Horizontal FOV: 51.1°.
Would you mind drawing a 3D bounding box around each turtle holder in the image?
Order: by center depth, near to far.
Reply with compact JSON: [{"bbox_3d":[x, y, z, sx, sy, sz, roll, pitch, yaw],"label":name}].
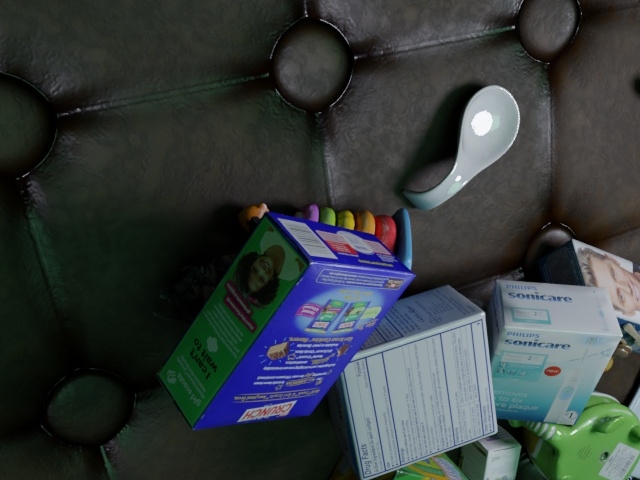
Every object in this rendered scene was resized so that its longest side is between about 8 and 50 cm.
[{"bbox_3d":[0.555,0.447,1.509,0.320,0.227,0.244,-5,110,-21],"label":"turtle holder"}]

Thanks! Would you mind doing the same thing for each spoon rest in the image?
[{"bbox_3d":[0.276,-0.168,1.265,0.137,0.084,0.276,41,89,-29],"label":"spoon rest"}]

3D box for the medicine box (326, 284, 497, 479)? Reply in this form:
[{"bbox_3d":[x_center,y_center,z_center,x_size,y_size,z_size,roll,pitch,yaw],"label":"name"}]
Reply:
[{"bbox_3d":[0.161,0.260,1.254,0.289,0.149,0.264,-15,111,-12],"label":"medicine box"}]

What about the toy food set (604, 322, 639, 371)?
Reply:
[{"bbox_3d":[0.592,0.244,1.426,0.192,0.039,0.132,-29,136,29],"label":"toy food set"}]

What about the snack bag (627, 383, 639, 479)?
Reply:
[{"bbox_3d":[0.899,0.497,1.785,0.342,0.037,0.323,23,96,-29],"label":"snack bag"}]

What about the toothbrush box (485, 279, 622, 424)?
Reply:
[{"bbox_3d":[0.429,0.225,1.324,0.216,0.126,0.296,5,132,1],"label":"toothbrush box"}]

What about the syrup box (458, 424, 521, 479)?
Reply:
[{"bbox_3d":[0.378,0.551,1.540,0.093,0.096,0.237,-3,108,-25],"label":"syrup box"}]

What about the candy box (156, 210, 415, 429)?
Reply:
[{"bbox_3d":[-0.047,0.128,1.014,0.268,0.122,0.317,11,119,-51],"label":"candy box"}]

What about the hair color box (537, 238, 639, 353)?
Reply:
[{"bbox_3d":[0.651,0.134,1.468,0.347,0.174,0.105,16,141,-27],"label":"hair color box"}]

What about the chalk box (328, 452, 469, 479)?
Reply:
[{"bbox_3d":[0.190,0.528,1.406,0.288,0.180,0.179,22,97,-29],"label":"chalk box"}]

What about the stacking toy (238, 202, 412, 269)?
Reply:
[{"bbox_3d":[0.000,0.000,1.176,0.301,0.166,0.175,18,129,-13],"label":"stacking toy"}]

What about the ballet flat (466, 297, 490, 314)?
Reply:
[{"bbox_3d":[0.280,0.168,1.391,0.221,0.077,0.079,-31,97,-11],"label":"ballet flat"}]

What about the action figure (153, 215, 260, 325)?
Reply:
[{"bbox_3d":[-0.147,0.082,1.092,0.275,0.141,0.164,-38,151,18],"label":"action figure"}]
